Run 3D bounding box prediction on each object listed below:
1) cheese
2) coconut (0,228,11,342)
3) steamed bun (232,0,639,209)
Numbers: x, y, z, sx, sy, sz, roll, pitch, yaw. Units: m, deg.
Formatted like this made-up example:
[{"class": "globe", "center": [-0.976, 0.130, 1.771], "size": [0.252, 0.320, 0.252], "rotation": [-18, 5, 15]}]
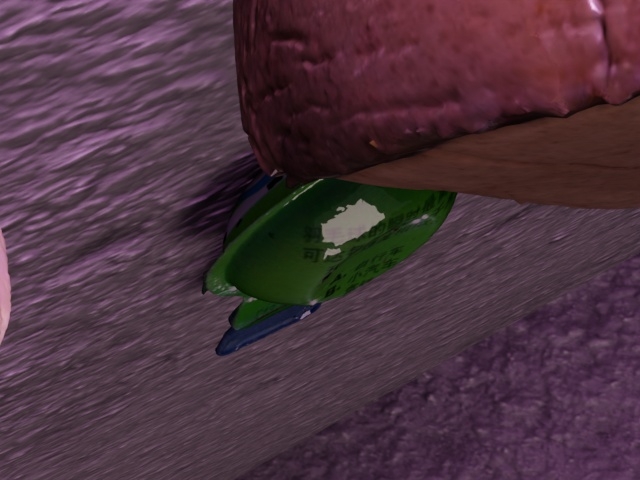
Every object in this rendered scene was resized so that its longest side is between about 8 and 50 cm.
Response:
[{"class": "cheese", "center": [0.000, 0.000, 1.077], "size": [0.204, 0.083, 0.320], "rotation": [-24, 165, -27]}, {"class": "coconut", "center": [-0.204, 0.028, 0.431], "size": [0.259, 0.259, 0.259], "rotation": [-27, 168, -7]}, {"class": "steamed bun", "center": [0.112, -0.121, 0.581], "size": [0.252, 0.199, 0.301], "rotation": [1, 173, -34]}]
